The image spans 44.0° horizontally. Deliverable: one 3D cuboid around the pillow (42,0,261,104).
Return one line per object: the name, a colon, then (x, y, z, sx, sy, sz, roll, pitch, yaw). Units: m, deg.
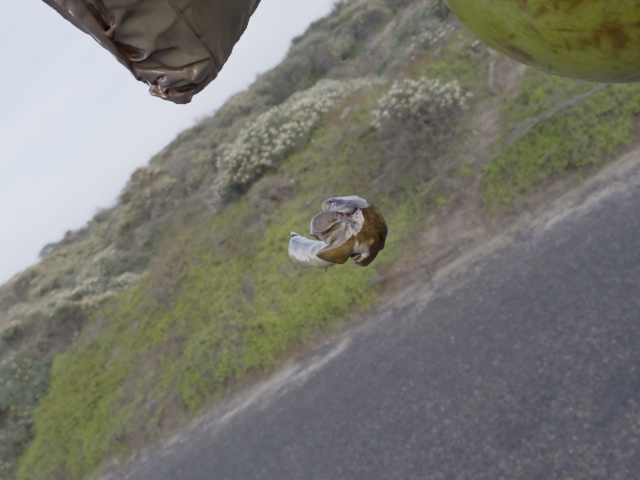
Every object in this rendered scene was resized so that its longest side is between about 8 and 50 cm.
pillow: (-0.111, -0.200, 0.478, 0.173, 0.067, 0.270, -69, -26, -11)

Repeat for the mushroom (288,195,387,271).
mushroom: (0.000, 0.000, 0.706, 0.187, 0.061, 0.060, 160, 116, -67)

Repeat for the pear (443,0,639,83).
pear: (0.177, -0.234, 0.457, 0.284, 0.283, 0.283, -39, 10, 8)
